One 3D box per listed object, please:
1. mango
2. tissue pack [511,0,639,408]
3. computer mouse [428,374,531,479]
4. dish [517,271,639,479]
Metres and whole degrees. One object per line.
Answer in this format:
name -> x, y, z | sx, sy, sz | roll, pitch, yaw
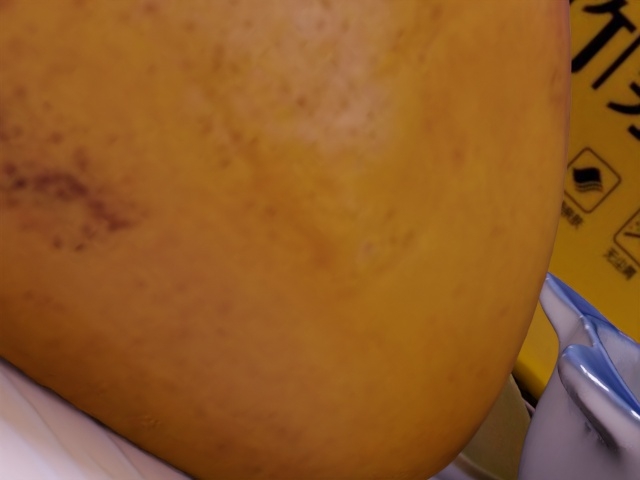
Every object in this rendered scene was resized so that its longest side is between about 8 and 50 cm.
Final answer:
mango -> -0.052, -0.075, 0.426 | 0.350, 0.199, 0.201 | 54, 33, -21
tissue pack -> 0.172, -0.051, 0.876 | 0.382, 0.293, 0.228 | 44, -1, 1
computer mouse -> 0.000, 0.000, 0.687 | 0.126, 0.056, 0.245 | 35, 11, -51
dish -> 0.117, 0.120, 0.544 | 0.228, 0.086, 0.236 | 35, 13, -43
